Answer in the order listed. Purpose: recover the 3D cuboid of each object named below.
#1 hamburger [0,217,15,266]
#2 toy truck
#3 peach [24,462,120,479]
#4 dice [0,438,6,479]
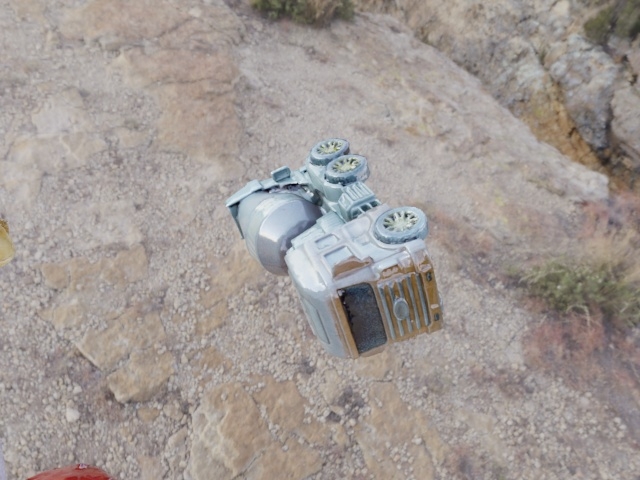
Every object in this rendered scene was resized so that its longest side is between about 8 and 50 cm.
[{"bbox_3d":[-0.560,0.007,0.721,0.214,0.213,0.108,-24,75,-36],"label":"hamburger"},{"bbox_3d":[0.000,0.000,0.476,0.140,0.107,0.256,-23,35,-7],"label":"toy truck"},{"bbox_3d":[-0.299,0.456,0.574,0.371,0.369,0.369,10,46,-11],"label":"peach"},{"bbox_3d":[-0.289,0.063,0.154,0.270,0.271,0.270,-23,45,-26],"label":"dice"}]
